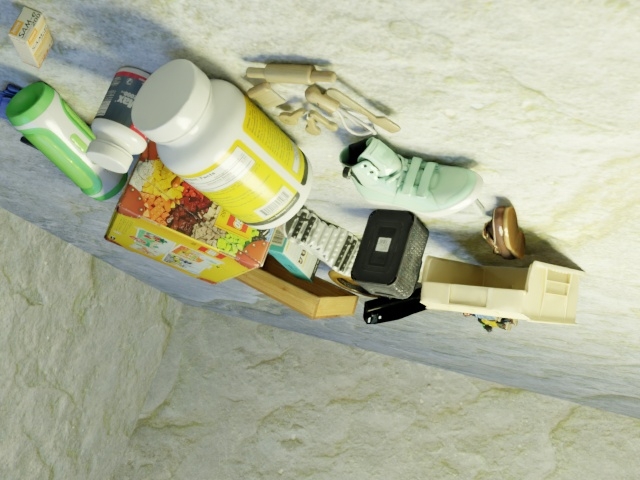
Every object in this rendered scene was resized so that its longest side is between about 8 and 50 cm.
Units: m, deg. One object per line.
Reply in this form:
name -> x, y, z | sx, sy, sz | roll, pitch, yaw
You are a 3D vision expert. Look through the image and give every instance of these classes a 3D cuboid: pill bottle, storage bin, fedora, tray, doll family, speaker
pill bottle -> -0.370, -0.226, 1.214 | 0.107, 0.180, 0.108 | 17, 164, 5
storage bin -> 0.157, 0.029, 1.442 | 0.122, 0.180, 0.084 | 6, 160, 38
fedora -> 0.120, 0.107, 1.917 | 0.194, 0.079, 0.194 | 19, 164, 6
tray -> -0.103, 0.137, 2.008 | 0.410, 0.076, 0.202 | 22, -168, 38
doll family -> 0.502, 0.226, 1.899 | 0.111, 0.076, 0.193 | 11, 157, 41
pill bottle -> -0.172, -0.170, 1.162 | 0.187, 0.188, 0.334 | 7, 159, 36
speaker -> -0.584, -0.224, 1.493 | 0.131, 0.131, 0.297 | 8, 150, 33
storage bin -> 0.397, 0.108, 1.409 | 0.260, 0.123, 0.262 | 11, 174, -44

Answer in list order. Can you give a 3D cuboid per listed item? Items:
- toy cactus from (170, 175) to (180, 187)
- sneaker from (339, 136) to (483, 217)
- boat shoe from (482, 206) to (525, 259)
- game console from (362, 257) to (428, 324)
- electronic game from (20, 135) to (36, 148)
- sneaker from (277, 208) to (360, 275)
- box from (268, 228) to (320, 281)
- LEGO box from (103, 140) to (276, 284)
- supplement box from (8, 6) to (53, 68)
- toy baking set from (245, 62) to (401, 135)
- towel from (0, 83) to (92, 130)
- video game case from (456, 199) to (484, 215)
toy cactus -> -0.276, -0.168, 1.406 | 0.180, 0.112, 0.219 | 23, 165, 27
sneaker -> 0.149, -0.118, 1.132 | 0.255, 0.094, 0.151 | 5, 156, 37
boat shoe -> 0.360, -0.010, 1.277 | 0.073, 0.073, 0.207 | 8, 160, 27
game console -> 0.236, 0.142, 1.838 | 0.213, 0.044, 0.361 | -13, 150, -8
electronic game -> -0.710, -0.228, 1.757 | 0.229, 0.048, 0.229 | 25, 176, 2
sneaker -> 0.000, 0.000, 1.697 | 0.292, 0.110, 0.118 | 35, 169, -30
box -> -0.071, 0.031, 1.856 | 0.060, 0.101, 0.244 | 13, 162, 25
LEGO box -> -0.364, -0.053, 1.744 | 0.372, 0.193, 0.500 | 25, 163, -17
supplement box -> -0.519, -0.363, 1.148 | 0.036, 0.062, 0.098 | 22, 164, -6
toy baking set -> 0.001, -0.231, 1.059 | 0.256, 0.030, 0.196 | 9, 164, 32
towel -> -0.662, -0.276, 1.638 | 0.335, 0.040, 0.243 | 28, 163, -27
video game case -> 0.227, -0.092, 1.262 | 0.157, 0.019, 0.143 | 7, 160, 38
